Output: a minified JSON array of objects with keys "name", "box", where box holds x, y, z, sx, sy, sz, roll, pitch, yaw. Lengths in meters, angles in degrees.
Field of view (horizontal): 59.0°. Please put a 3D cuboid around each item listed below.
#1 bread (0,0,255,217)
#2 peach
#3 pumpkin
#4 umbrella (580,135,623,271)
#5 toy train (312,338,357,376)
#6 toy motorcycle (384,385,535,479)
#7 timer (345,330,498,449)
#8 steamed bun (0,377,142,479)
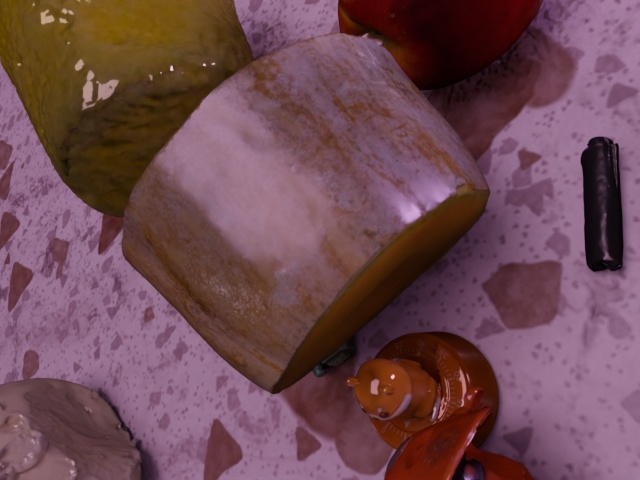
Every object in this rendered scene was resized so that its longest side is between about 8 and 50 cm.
[{"name":"bread","box":[-0.244,-0.227,0.793,0.348,0.348,0.308,-42,60,18]},{"name":"peach","box":[0.131,-0.280,0.616,0.243,0.199,0.243,-36,17,13]},{"name":"pumpkin","box":[0.000,0.000,0.548,0.332,0.332,0.199,-42,70,18]},{"name":"umbrella","box":[0.265,-0.035,0.535,0.036,0.031,0.133,-4,72,34]},{"name":"toy train","box":[-0.012,0.093,0.695,0.071,0.038,0.148,-39,55,17]},{"name":"toy motorcycle","box":[0.172,0.231,0.409,0.325,0.221,0.148,15,49,38]},{"name":"timer","box":[0.080,0.142,0.534,0.132,0.152,0.132,-13,67,33]},{"name":"steamed bun","box":[-0.429,0.371,0.786,0.333,0.233,0.312,23,88,41]}]
